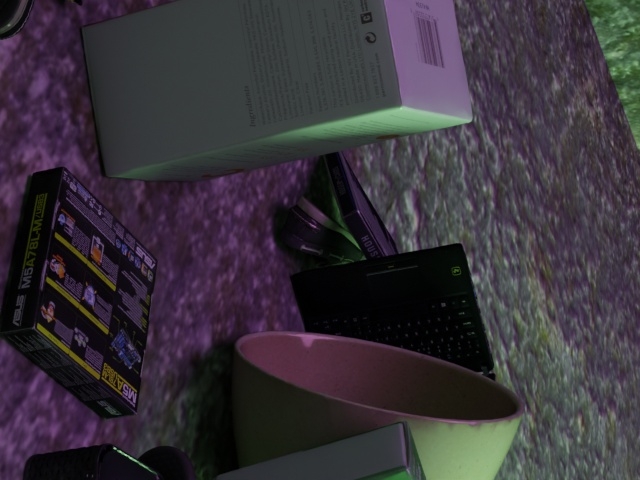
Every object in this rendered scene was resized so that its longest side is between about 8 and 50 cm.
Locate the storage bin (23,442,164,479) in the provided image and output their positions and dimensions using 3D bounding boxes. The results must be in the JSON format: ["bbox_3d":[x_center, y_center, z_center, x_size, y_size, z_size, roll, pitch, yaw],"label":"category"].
[{"bbox_3d":[-0.210,0.289,1.526,0.122,0.084,0.180,44,40,-53],"label":"storage bin"}]

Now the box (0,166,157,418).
[{"bbox_3d":[-0.231,0.053,1.633,0.190,0.045,0.184,50,39,-50],"label":"box"}]

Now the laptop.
[{"bbox_3d":[0.082,0.162,2.043,0.136,0.234,0.264,-40,117,-65],"label":"laptop"}]

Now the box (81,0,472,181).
[{"bbox_3d":[-0.044,-0.177,1.773,0.215,0.345,0.168,-1,80,-66],"label":"box"}]

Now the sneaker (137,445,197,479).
[{"bbox_3d":[-0.133,0.343,1.670,0.145,0.090,0.270,19,66,-64],"label":"sneaker"}]

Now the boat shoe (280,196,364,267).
[{"bbox_3d":[0.000,0.000,2.176,0.075,0.065,0.206,39,1,23],"label":"boat shoe"}]

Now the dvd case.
[{"bbox_3d":[0.066,-0.011,2.206,0.179,0.030,0.238,59,7,-23],"label":"dvd case"}]

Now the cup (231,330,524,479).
[{"bbox_3d":[0.040,0.259,1.878,0.331,0.331,0.236,-8,112,-66],"label":"cup"}]

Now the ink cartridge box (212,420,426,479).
[{"bbox_3d":[0.033,0.356,1.677,0.121,0.211,0.289,-91,163,-73],"label":"ink cartridge box"}]

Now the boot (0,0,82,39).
[{"bbox_3d":[-0.267,-0.273,1.644,0.178,0.085,0.236,45,40,-56],"label":"boot"}]
